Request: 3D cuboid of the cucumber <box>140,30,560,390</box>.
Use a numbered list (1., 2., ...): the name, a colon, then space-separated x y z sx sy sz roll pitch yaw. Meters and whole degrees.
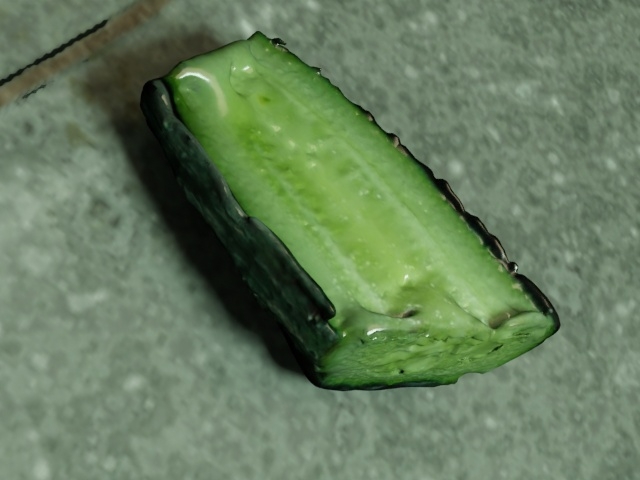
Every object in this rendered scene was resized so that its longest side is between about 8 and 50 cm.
1. cucumber: 0.000 0.000 0.678 0.193 0.086 0.115 52 46 4
